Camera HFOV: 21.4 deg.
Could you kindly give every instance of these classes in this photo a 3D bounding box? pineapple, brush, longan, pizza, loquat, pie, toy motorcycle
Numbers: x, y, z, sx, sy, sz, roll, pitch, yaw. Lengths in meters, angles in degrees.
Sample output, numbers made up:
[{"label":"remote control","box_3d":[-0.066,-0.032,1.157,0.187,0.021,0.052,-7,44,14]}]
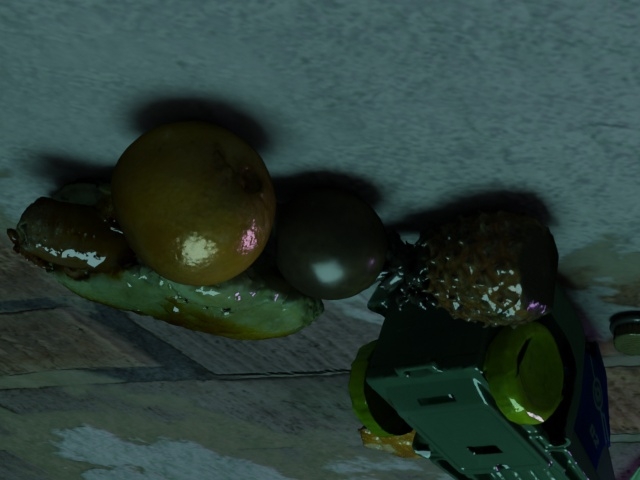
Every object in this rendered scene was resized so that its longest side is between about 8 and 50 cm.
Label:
[{"label":"pineapple","box_3d":[0.113,0.021,1.493,0.197,0.108,0.108,4,159,37]},{"label":"brush","box_3d":[0.359,0.135,1.749,0.062,0.027,0.266,-3,155,27]},{"label":"longan","box_3d":[0.000,0.000,1.479,0.119,0.106,0.106,23,157,3]},{"label":"pizza","box_3d":[0.098,0.229,2.051,0.099,0.036,0.160,3,156,12]},{"label":"loquat","box_3d":[-0.104,-0.034,1.392,0.141,0.141,0.141,7,157,3]},{"label":"pie","box_3d":[-0.135,0.027,1.577,0.274,0.105,0.257,16,172,12]},{"label":"toy motorcycle","box_3d":[0.196,0.149,1.655,0.191,0.200,0.326,-10,139,38]}]

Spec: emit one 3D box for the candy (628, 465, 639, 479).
[{"label":"candy","box_3d":[0.388,0.310,2.115,0.092,0.093,0.335,-30,156,-21]}]
